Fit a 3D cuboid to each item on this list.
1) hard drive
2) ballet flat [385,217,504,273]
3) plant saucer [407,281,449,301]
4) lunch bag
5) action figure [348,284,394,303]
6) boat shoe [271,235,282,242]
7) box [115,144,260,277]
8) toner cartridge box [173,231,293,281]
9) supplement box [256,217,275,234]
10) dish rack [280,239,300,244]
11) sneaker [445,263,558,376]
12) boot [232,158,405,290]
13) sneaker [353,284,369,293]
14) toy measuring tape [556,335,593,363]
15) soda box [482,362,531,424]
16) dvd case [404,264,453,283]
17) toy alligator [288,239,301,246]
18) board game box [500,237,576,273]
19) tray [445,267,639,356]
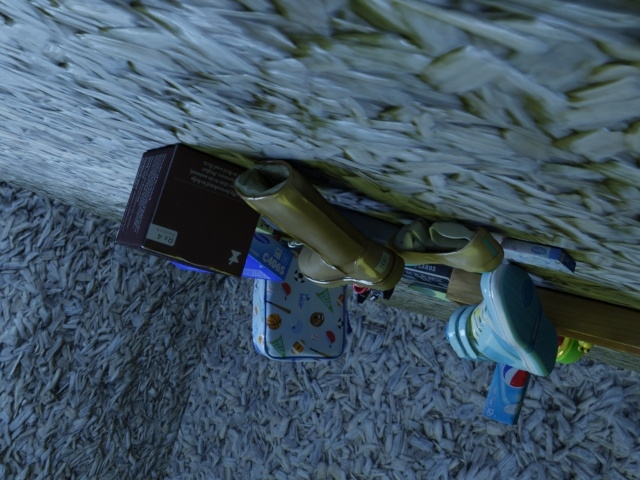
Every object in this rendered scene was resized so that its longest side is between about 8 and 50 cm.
[{"bbox_3d":[0.027,-0.021,1.441,0.255,0.054,0.172,15,174,10],"label":"hard drive"},{"bbox_3d":[0.173,-0.003,1.220,0.232,0.080,0.073,6,140,49],"label":"ballet flat"},{"bbox_3d":[0.321,0.128,2.077,0.195,0.037,0.195,16,174,2],"label":"plant saucer"},{"bbox_3d":[-0.042,0.161,2.025,0.243,0.303,0.115,2,178,-19],"label":"lunch bag"},{"bbox_3d":[0.107,0.119,2.311,0.185,0.099,0.285,9,180,-17],"label":"action figure"},{"bbox_3d":[-0.157,-0.015,2.023,0.137,0.049,0.043,8,166,42],"label":"boat shoe"},{"bbox_3d":[-0.212,-0.046,1.322,0.169,0.167,0.203,20,173,-26],"label":"box"},{"bbox_3d":[-0.250,0.017,1.927,0.348,0.075,0.165,5,157,37],"label":"toner cartridge box"},{"bbox_3d":[-0.136,-0.053,1.578,0.083,0.056,0.083,13,173,32],"label":"supplement box"},{"bbox_3d":[-0.114,0.037,2.265,0.208,0.074,0.271,14,174,30],"label":"dish rack"},{"bbox_3d":[0.310,0.149,1.535,0.208,0.127,0.319,5,145,36],"label":"sneaker"},{"bbox_3d":[-0.027,-0.025,1.227,0.269,0.089,0.236,36,157,-35],"label":"boot"},{"bbox_3d":[0.104,0.085,2.011,0.082,0.094,0.208,14,175,13],"label":"sneaker"},{"bbox_3d":[0.603,0.260,2.155,0.121,0.121,0.330,19,174,-23],"label":"toy measuring tape"},{"bbox_3d":[0.408,0.281,1.721,0.067,0.210,0.071,14,174,23],"label":"soda box"},{"bbox_3d":[0.241,0.075,1.858,0.179,0.029,0.239,13,174,25],"label":"dvd case"},{"bbox_3d":[0.000,0.000,1.724,0.190,0.056,0.051,9,131,35],"label":"toy alligator"},{"bbox_3d":[0.321,0.022,1.197,0.090,0.020,0.090,12,173,32],"label":"board game box"},{"bbox_3d":[0.484,0.150,1.677,0.411,0.076,0.203,15,174,25],"label":"tray"}]
